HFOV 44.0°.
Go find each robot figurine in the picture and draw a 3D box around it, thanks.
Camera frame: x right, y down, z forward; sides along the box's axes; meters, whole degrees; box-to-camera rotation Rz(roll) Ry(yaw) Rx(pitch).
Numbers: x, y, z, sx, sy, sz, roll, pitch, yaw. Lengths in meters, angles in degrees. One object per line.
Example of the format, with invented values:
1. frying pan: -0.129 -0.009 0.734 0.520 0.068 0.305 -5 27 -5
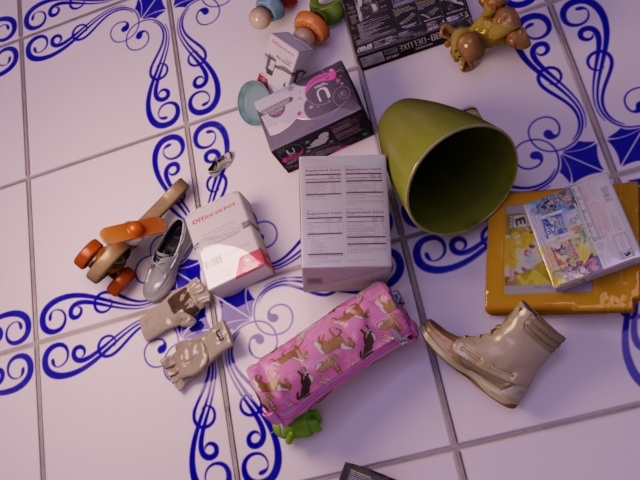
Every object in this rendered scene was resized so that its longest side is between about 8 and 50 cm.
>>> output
1. robot figurine: -0.056 0.409 1.777 0.115 0.067 0.101 -9 41 16

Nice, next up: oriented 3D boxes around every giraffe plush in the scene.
1. giraffe plush: 0.386 -0.498 1.914 0.170 0.210 0.181 -29 89 11

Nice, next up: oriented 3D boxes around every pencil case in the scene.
1. pencil case: 0.024 0.248 1.733 0.386 0.167 0.160 -32 90 -6

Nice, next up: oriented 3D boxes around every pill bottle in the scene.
1. pill bottle: 0.367 -0.258 1.891 0.065 0.065 0.116 -27 65 6

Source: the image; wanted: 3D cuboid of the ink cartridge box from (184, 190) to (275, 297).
1. ink cartridge box: -0.226 0.010 1.964 0.159 0.092 0.218 -25 67 7

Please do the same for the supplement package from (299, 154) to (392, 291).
1. supplement package: 0.052 -0.035 1.806 0.198 0.199 0.262 -1 71 -1

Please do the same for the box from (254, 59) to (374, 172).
1. box: -0.017 -0.310 1.987 0.247 0.142 0.163 -23 66 8

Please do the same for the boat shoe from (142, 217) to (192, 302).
1. boat shoe: -0.396 0.044 2.008 0.079 0.081 0.227 19 75 23

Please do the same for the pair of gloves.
1. pair of gloves: -0.326 0.223 1.942 0.204 0.042 0.240 -40 58 7

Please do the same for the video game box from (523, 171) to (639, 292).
1. video game box: 0.549 -0.016 1.663 0.187 0.048 0.205 -21 62 17

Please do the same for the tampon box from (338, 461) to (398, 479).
1. tampon box: 0.083 0.557 1.650 0.101 0.120 0.161 16 76 21

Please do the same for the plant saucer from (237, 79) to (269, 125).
1. plant saucer: -0.170 -0.364 2.097 0.119 0.021 0.119 9 105 37

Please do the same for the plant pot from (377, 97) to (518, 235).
1. plant pot: 0.252 -0.204 1.809 0.275 0.275 0.293 -37 42 2

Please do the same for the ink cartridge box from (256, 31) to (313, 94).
1. ink cartridge box: -0.094 -0.452 2.063 0.109 0.063 0.150 39 127 26

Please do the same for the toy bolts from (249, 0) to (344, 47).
1. toy bolts: -0.086 -0.623 2.093 0.228 0.218 0.158 21 65 30

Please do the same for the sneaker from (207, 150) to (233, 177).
1. sneaker: -0.263 -0.204 2.084 0.032 0.037 0.083 34 82 27

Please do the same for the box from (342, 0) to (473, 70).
1. box: 0.218 -0.603 2.058 0.307 0.076 0.242 -17 66 11

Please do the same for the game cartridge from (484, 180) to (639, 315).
1. game cartridge: 0.522 0.019 1.717 0.324 0.053 0.285 -5 69 29

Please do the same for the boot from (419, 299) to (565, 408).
1. boot: 0.359 0.200 1.679 0.262 0.095 0.203 38 104 21

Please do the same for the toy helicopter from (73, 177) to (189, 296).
1. toy helicopter: -0.457 -0.034 1.995 0.140 0.235 0.355 41 67 -3
